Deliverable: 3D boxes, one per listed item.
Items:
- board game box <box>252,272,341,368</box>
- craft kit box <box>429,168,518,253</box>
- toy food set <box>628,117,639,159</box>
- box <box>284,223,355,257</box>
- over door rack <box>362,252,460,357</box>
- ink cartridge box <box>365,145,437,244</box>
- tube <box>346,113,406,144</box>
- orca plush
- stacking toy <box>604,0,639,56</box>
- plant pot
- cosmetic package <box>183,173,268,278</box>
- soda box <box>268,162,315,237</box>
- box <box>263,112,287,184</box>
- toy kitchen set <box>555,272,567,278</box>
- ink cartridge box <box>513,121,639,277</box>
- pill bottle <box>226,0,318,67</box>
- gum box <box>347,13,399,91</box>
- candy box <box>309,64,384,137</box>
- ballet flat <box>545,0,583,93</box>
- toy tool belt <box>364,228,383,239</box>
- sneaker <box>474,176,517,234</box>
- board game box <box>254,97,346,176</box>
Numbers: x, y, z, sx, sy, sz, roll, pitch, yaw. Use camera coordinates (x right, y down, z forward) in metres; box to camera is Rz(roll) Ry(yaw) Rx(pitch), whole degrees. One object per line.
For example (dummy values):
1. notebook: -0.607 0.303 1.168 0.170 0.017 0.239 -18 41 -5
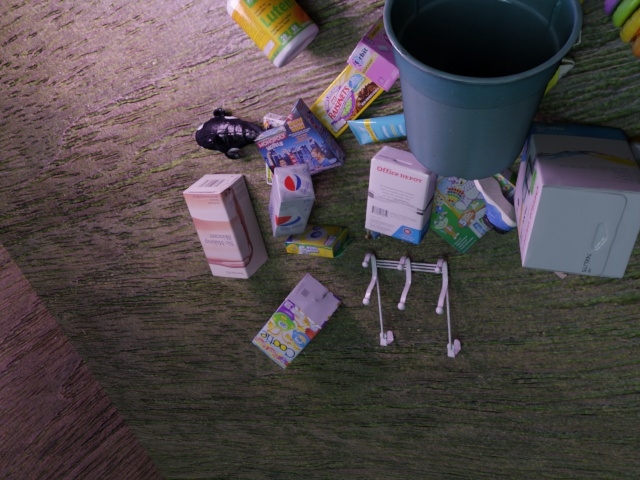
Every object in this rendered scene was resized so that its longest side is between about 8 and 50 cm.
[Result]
1. board game box: -0.077 0.258 2.084 0.142 0.144 0.275 40 134 2
2. craft kit box: 0.333 -0.124 1.613 0.246 0.061 0.250 41 134 5
3. toy food set: 0.689 -0.223 1.276 0.111 0.104 0.232 37 134 5
4. box: 0.000 0.000 1.878 0.179 0.105 0.043 7 127 28
5. over door rack: 0.252 0.194 1.853 0.239 0.108 0.324 5 124 31
6. ink cartridge box: 0.198 -0.111 1.613 0.148 0.086 0.203 19 129 20
7. tube: 0.168 -0.277 1.615 0.207 0.052 0.080 -3 132 37
8. orca plush: -0.260 -0.271 1.826 0.287 0.102 0.151 23 131 30
9. stacking toy: 0.578 -0.430 1.192 0.302 0.175 0.166 49 140 12
10. plant pot: 0.296 -0.312 1.291 0.341 0.341 0.334 21 152 19
11. cosmetic package: -0.285 -0.043 2.014 0.153 0.129 0.296 1 122 31
12. soda box: -0.081 -0.100 1.764 0.286 0.091 0.098 114 146 -71
13. box: -0.096 -0.240 1.816 0.114 0.036 0.207 16 129 22
14. toy kitchen set: 0.571 0.028 1.544 0.068 0.083 0.075 39 134 2
15. ink cartridge box: 0.514 -0.088 1.339 0.197 0.270 0.198 6 126 7
16. pill bottle: -0.133 -0.542 1.556 0.246 0.136 0.136 47 134 -5
17. gum box: 0.145 -0.416 1.438 0.107 0.188 0.062 35 134 -4
18. candy box: 0.067 -0.354 1.638 0.105 0.027 0.206 48 134 -2
19. ballet flat: 0.477 -0.382 1.328 0.077 0.077 0.231 3 124 3
20. toy tool belt: 0.151 -0.026 1.800 0.051 0.052 0.083 34 134 19
21. sneaker: 0.392 -0.081 1.527 0.152 0.058 0.084 51 150 9
22. board game box: -0.061 -0.260 1.713 0.194 0.060 0.194 -15 121 22
